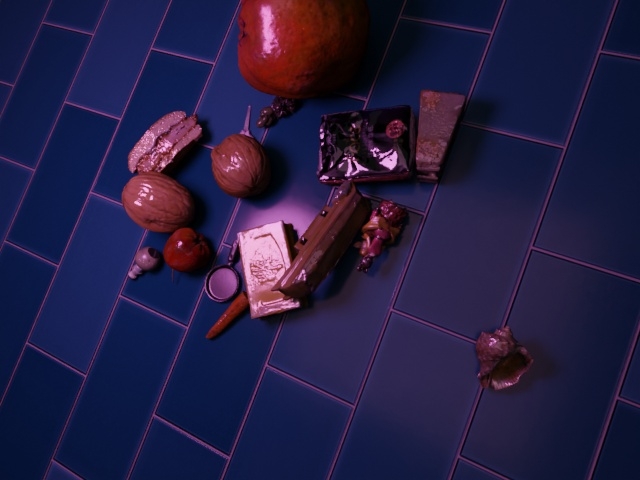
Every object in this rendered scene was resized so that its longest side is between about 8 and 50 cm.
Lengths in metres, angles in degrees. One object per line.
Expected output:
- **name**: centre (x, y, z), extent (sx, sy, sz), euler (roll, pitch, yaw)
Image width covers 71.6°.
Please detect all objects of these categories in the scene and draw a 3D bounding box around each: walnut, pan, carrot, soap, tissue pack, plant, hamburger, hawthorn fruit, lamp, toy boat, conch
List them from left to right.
- **lamp**: centre (-0.680, 0.095, 1.691), extent (0.163, 0.091, 0.091), euler (-42, 71, 23)
- **walnut**: centre (-0.582, -0.134, 1.610), extent (0.261, 0.225, 0.224), euler (26, 88, -23)
- **hamburger**: centre (-0.594, -0.351, 1.700), extent (0.155, 0.245, 0.282), euler (43, 53, -5)
- **hawthorn fruit**: centre (-0.505, 0.054, 1.616), extent (0.203, 0.163, 0.162), euler (-34, 73, 19)
- **pan**: centre (-0.337, 0.109, 1.612), extent (0.136, 0.028, 0.235), euler (21, 90, 18)
- **carrot**: centre (-0.328, 0.276, 1.571), extent (0.224, 0.057, 0.057), euler (-46, 72, 7)
- **walnut**: centre (-0.283, -0.264, 1.573), extent (0.228, 0.228, 0.227), euler (-3, 80, 15)
- **soap**: centre (-0.169, 0.101, 1.536), extent (0.199, 0.091, 0.314), euler (-14, 77, 12)
- **plant**: centre (-0.168, -0.480, 1.645), extent (0.174, 0.085, 0.087), euler (-32, 101, 13)
- **hawthorn fruit**: centre (-0.059, -0.674, 1.471), extent (0.472, 0.472, 0.471), euler (-3, 80, 15)
- **toy boat**: centre (0.000, 0.000, 1.437), extent (0.162, 0.136, 0.445), euler (22, 73, 47)
- **tissue pack**: centre (0.148, -0.311, 1.483), extent (0.333, 0.123, 0.244), euler (0, 78, 25)
- **lamp**: centre (0.184, -0.013, 1.447), extent (0.118, 0.118, 0.253), euler (29, 92, 18)
- **conch**: centre (0.520, 0.344, 1.276), extent (0.155, 0.130, 0.207), euler (19, 100, 31)

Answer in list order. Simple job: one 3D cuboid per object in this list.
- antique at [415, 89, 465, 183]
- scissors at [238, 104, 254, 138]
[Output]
- **antique**: centre (0.370, -0.330, 1.439), extent (0.150, 0.125, 0.284), euler (11, 84, 18)
- **scissors**: centre (-0.285, -0.432, 1.701), extent (0.100, 0.015, 0.188), euler (4, 80, 19)
